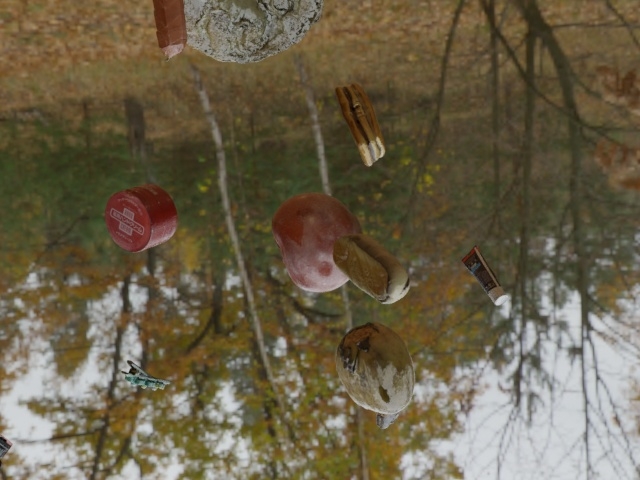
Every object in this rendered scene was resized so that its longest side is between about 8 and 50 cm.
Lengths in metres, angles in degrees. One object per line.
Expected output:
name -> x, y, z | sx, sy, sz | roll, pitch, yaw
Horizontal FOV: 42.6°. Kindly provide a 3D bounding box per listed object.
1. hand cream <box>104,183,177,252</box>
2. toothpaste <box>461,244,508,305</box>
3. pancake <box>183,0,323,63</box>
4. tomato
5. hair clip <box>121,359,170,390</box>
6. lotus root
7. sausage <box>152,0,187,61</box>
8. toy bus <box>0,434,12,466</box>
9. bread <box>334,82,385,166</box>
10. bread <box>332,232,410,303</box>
hand cream -> -0.533, -0.069, 2.447 | 0.193, 0.193, 0.125 | 0, -165, 30
toothpaste -> 0.488, 0.104, 2.434 | 0.045, 0.071, 0.193 | 10, -142, -41
pancake -> -0.180, -0.565, 1.867 | 0.387, 0.387, 0.082 | -4, -132, -17
tomato -> 0.000, 0.000, 2.173 | 0.227, 0.270, 0.270 | -24, -176, 3
hair clip -> -0.393, 0.308, 1.827 | 0.049, 0.049, 0.173 | -1, 158, 22
lotus root -> 0.142, 0.337, 1.997 | 0.183, 0.310, 0.183 | -14, -150, 8
sausage -> -0.305, -0.450, 1.660 | 0.065, 0.169, 0.065 | -6, -172, 1
toy bus -> -0.685, 0.451, 1.579 | 0.077, 0.065, 0.192 | 14, -120, 44
bread -> 0.096, -0.277, 1.940 | 0.077, 0.200, 0.116 | -19, 151, -1
bread -> 0.073, 0.034, 1.154 | 0.053, 0.073, 0.214 | -3, -165, -19
